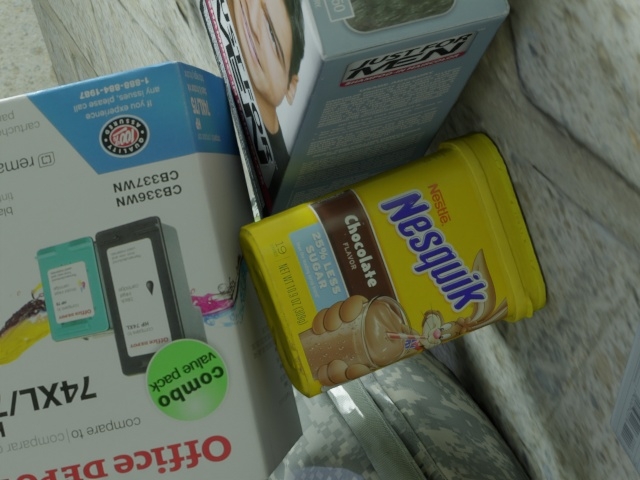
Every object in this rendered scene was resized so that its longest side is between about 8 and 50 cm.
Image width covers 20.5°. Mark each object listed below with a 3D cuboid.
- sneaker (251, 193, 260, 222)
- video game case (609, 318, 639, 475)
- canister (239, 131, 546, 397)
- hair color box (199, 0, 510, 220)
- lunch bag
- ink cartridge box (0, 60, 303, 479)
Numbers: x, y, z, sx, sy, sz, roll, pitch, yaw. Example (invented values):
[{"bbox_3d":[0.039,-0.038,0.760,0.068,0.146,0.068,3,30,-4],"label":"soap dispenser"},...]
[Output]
[{"bbox_3d":[0.000,0.000,1.540,0.410,0.158,0.182,109,169,-75],"label":"sneaker"},{"bbox_3d":[0.215,0.123,0.942,0.190,0.022,0.173,90,157,-58],"label":"video game case"},{"bbox_3d":[0.046,0.017,1.148,0.073,0.170,0.126,-162,51,-76],"label":"canister"},{"bbox_3d":[0.006,-0.149,1.135,0.374,0.113,0.185,117,138,-74],"label":"hair color box"},{"bbox_3d":[0.060,0.219,1.331,0.305,0.212,0.256,-123,12,-47],"label":"lunch bag"},{"bbox_3d":[-0.143,0.037,1.191,0.197,0.198,0.270,-19,-84,-85],"label":"ink cartridge box"}]
